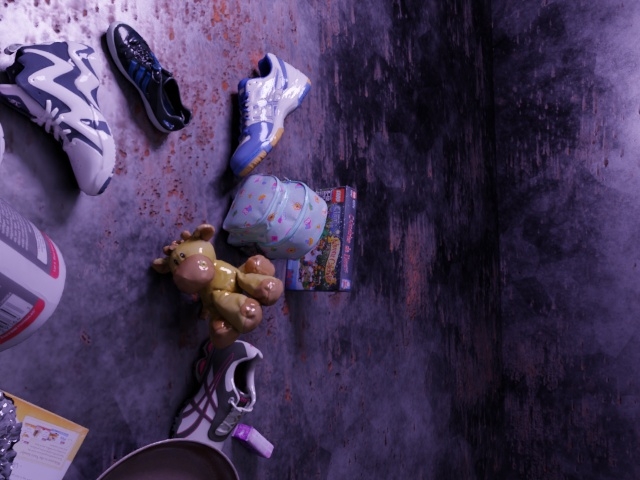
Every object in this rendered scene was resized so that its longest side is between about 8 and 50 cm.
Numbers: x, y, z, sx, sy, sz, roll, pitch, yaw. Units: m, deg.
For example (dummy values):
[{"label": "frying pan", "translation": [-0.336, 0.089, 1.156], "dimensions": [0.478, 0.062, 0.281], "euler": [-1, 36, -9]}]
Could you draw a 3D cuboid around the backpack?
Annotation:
[{"label": "backpack", "translation": [-0.088, -0.047, 1.066], "dimensions": [0.144, 0.188, 0.165], "euler": [47, 58, -48]}]

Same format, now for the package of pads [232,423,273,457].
[{"label": "package of pads", "translation": [-0.138, 0.413, 1.096], "dimensions": [0.083, 0.050, 0.032], "euler": [56, 48, -34]}]

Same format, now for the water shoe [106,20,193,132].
[{"label": "water shoe", "translation": [-0.289, -0.290, 0.931], "dimensions": [0.073, 0.080, 0.203], "euler": [-52, 126, -41]}]

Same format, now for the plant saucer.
[{"label": "plant saucer", "translation": [-0.275, 0.472, 0.874], "dimensions": [0.311, 0.050, 0.310], "euler": [-6, 100, -38]}]

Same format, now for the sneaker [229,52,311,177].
[{"label": "sneaker", "translation": [-0.137, -0.267, 1.127], "dimensions": [0.131, 0.112, 0.296], "euler": [36, 59, -20]}]

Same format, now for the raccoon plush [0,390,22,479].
[{"label": "raccoon plush", "translation": [-0.441, 0.234, 0.442], "dimensions": [0.299, 0.446, 0.216], "euler": [26, 87, -36]}]

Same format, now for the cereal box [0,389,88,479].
[{"label": "cereal box", "translation": [-0.450, 0.335, 0.709], "dimensions": [0.173, 0.047, 0.240], "euler": [47, 54, -37]}]

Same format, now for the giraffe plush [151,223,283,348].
[{"label": "giraffe plush", "translation": [-0.195, 0.062, 0.952], "dimensions": [0.181, 0.210, 0.170], "euler": [-50, 123, -11]}]

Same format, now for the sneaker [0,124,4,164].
[{"label": "sneaker", "translation": [-0.470, -0.192, 0.649], "dimensions": [0.103, 0.111, 0.252], "euler": [-21, 102, -23]}]

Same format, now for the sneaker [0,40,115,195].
[{"label": "sneaker", "translation": [-0.398, -0.180, 0.779], "dimensions": [0.153, 0.094, 0.234], "euler": [-9, 98, -47]}]

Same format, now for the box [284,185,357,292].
[{"label": "box", "translation": [0.000, 0.000, 1.213], "dimensions": [0.044, 0.159, 0.233], "euler": [16, 75, -50]}]

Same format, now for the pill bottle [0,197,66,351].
[{"label": "pill bottle", "translation": [-0.430, -0.005, 0.559], "dimensions": [0.318, 0.176, 0.176], "euler": [77, 28, -61]}]

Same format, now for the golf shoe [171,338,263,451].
[{"label": "golf shoe", "translation": [-0.190, 0.315, 0.985], "dimensions": [0.105, 0.120, 0.272], "euler": [30, 66, -49]}]
